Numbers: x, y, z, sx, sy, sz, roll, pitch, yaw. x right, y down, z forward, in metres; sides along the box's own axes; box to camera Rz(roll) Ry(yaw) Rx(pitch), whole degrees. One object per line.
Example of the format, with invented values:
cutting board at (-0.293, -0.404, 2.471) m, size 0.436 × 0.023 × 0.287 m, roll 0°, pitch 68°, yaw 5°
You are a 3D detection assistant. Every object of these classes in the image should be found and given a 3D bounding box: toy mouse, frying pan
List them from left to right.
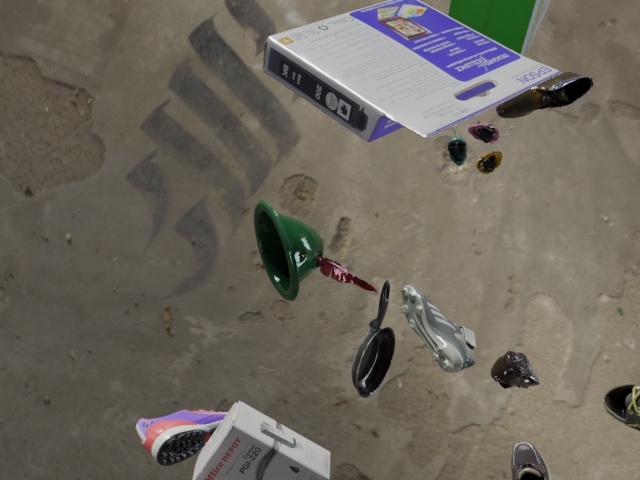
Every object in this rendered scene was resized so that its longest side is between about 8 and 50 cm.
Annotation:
frying pan at (0.128, 0.271, 1.690) m, size 0.197 × 0.053 × 0.326 m, roll -49°, pitch 141°, yaw -34°
toy mouse at (0.314, -0.203, 1.342) m, size 0.143 × 0.161 × 0.031 m, roll 35°, pitch 43°, yaw -6°

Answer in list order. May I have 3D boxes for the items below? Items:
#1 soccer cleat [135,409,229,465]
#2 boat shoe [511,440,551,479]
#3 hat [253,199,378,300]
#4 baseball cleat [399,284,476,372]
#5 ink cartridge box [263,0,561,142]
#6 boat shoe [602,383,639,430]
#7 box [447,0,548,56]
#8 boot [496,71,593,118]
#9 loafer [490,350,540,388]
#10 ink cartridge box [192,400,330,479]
soccer cleat at (-0.273, 0.430, 1.510) m, size 0.318 × 0.116 × 0.109 m, roll 4°, pitch 110°, yaw -51°
boat shoe at (0.568, 0.647, 1.763) m, size 0.102 × 0.285 × 0.092 m, roll -12°, pitch 119°, yaw 17°
hat at (0.000, 0.000, 1.128) m, size 0.183 × 0.208 × 0.173 m, roll -18°, pitch 61°, yaw -19°
baseball cleat at (0.244, 0.176, 1.340) m, size 0.109 × 0.072 × 0.206 m, roll -8°, pitch 58°, yaw -31°
ink cartridge box at (0.088, -0.164, 0.636) m, size 0.206 × 0.045 × 0.208 m, roll -28°, pitch 52°, yaw -32°
boat shoe at (0.693, 0.359, 1.397) m, size 0.091 × 0.305 × 0.109 m, roll 23°, pitch 81°, yaw 10°
box at (0.291, -0.412, 0.976) m, size 0.126 × 0.262 × 0.231 m, roll 20°, pitch 53°, yaw 15°
boot at (0.532, -0.348, 1.549) m, size 0.219 × 0.106 × 0.082 m, roll -23°, pitch 104°, yaw -3°
loafer at (0.452, 0.310, 1.547) m, size 0.220 × 0.078 × 0.080 m, roll 33°, pitch 30°, yaw -52°
ink cartridge box at (-0.112, 0.433, 1.252) m, size 0.217 × 0.092 × 0.159 m, roll 32°, pitch 105°, yaw -7°
